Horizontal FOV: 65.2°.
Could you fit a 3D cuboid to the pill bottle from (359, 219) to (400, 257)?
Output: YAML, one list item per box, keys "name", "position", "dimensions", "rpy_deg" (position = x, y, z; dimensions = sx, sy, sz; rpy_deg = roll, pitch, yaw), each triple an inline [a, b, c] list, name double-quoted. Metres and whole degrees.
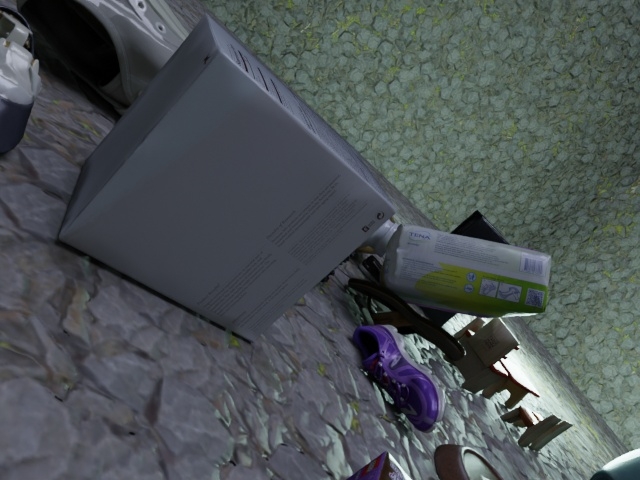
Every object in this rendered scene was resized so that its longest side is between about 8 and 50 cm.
- name: "pill bottle"
  position: [0.073, -0.050, 1.010]
  dimensions: [0.184, 0.103, 0.103]
  rpy_deg: [39, 14, 7]

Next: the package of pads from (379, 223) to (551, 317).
- name: "package of pads"
  position: [0.215, 0.060, 0.837]
  dimensions: [0.229, 0.101, 0.296]
  rpy_deg: [12, -10, 6]

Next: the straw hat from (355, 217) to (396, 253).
- name: "straw hat"
  position: [0.098, -0.014, 1.102]
  dimensions: [0.144, 0.145, 0.061]
  rpy_deg: [54, -26, 26]

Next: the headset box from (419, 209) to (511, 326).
- name: "headset box"
  position: [0.338, 0.059, 1.219]
  dimensions: [0.131, 0.246, 0.283]
  rpy_deg: [48, 14, 5]

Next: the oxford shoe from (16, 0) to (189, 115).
- name: "oxford shoe"
  position: [-0.200, -0.194, 0.674]
  dimensions: [0.449, 0.169, 0.130]
  rpy_deg: [44, 55, -39]

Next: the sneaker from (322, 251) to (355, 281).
- name: "sneaker"
  position: [0.000, 0.000, 0.796]
  dimensions: [0.106, 0.078, 0.234]
  rpy_deg: [44, 11, 1]

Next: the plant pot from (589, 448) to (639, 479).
- name: "plant pot"
  position: [0.551, 0.462, 0.802]
  dimensions: [0.196, 0.289, 0.290]
  rpy_deg: [9, 16, 4]

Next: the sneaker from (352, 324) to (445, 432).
- name: "sneaker"
  position: [0.091, 0.175, 0.644]
  dimensions: [0.071, 0.068, 0.170]
  rpy_deg: [14, 23, -36]

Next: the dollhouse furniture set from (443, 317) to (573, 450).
- name: "dollhouse furniture set"
  position: [0.378, 0.261, 1.019]
  dimensions: [0.259, 0.135, 0.262]
  rpy_deg: [33, 20, -42]

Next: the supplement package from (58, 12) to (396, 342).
- name: "supplement package"
  position: [-0.082, -0.052, 0.465]
  dimensions: [0.203, 0.194, 0.149]
  rpy_deg: [37, 17, -33]

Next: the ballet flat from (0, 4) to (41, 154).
- name: "ballet flat"
  position: [-0.279, -0.152, 0.432]
  dimensions: [0.074, 0.074, 0.203]
  rpy_deg: [32, 21, -44]

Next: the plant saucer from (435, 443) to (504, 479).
- name: "plant saucer"
  position: [0.208, 0.321, 0.614]
  dimensions: [0.168, 0.029, 0.168]
  rpy_deg: [42, 15, -14]

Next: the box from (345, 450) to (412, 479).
- name: "box"
  position: [0.106, 0.307, 0.312]
  dimensions: [0.293, 0.057, 0.201]
  rpy_deg: [48, 16, 6]

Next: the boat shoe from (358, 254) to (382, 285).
- name: "boat shoe"
  position: [0.133, 0.078, 1.016]
  dimensions: [0.125, 0.038, 0.046]
  rpy_deg: [42, 16, -14]

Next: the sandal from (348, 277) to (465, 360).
- name: "sandal"
  position: [0.126, 0.131, 0.803]
  dimensions: [0.219, 0.060, 0.090]
  rpy_deg: [36, -7, 19]
